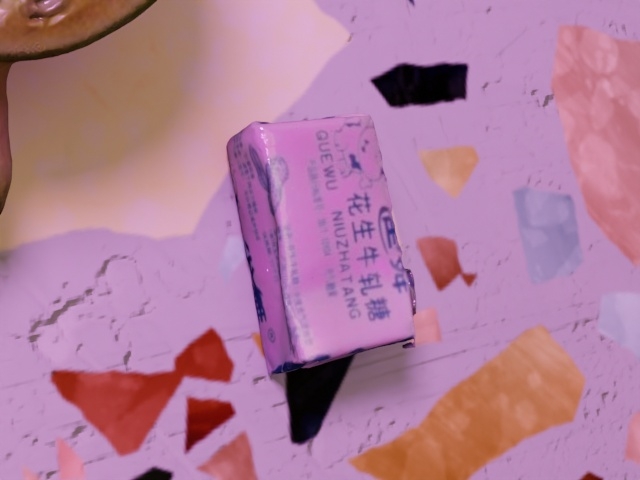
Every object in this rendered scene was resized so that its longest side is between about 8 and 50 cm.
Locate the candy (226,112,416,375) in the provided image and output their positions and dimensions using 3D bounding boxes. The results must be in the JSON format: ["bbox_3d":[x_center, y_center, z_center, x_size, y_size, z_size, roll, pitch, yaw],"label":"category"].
[{"bbox_3d":[0.000,0.000,0.955,0.092,0.073,0.160,-9,87,-24],"label":"candy"}]

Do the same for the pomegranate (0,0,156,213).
[{"bbox_3d":[-0.221,-0.194,0.807,0.310,0.216,0.358,-5,115,-28],"label":"pomegranate"}]
